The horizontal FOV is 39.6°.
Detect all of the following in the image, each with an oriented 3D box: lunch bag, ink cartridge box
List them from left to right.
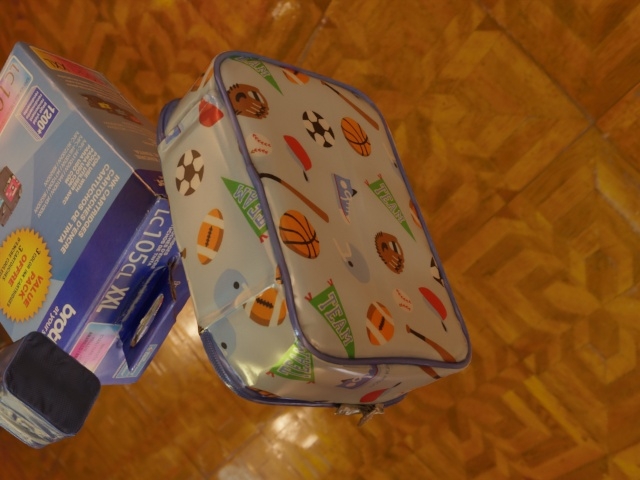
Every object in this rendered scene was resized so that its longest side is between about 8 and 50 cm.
[{"bbox_3d":[-0.245,0.133,0.770,0.065,0.067,0.098,-24,120,36],"label":"lunch bag"},{"bbox_3d":[-0.274,-0.013,1.054,0.395,0.151,0.270,43,108,29],"label":"ink cartridge box"},{"bbox_3d":[0.000,0.000,0.738,0.115,0.243,0.303,-34,61,35],"label":"lunch bag"}]
